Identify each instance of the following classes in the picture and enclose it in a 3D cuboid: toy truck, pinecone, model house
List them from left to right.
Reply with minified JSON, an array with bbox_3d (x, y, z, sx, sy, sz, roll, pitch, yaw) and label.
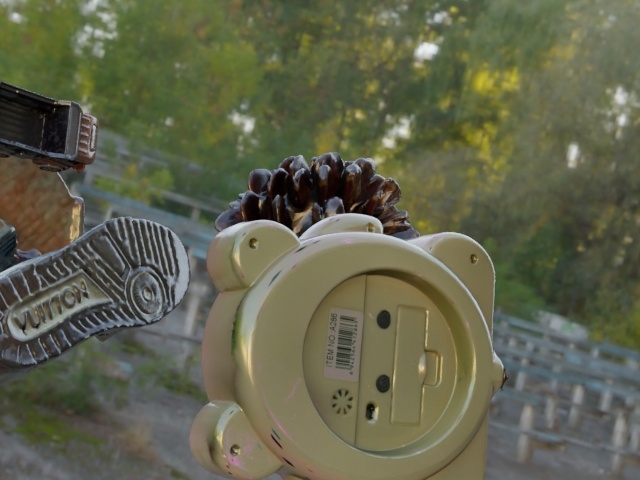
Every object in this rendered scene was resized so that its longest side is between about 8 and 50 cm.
[{"bbox_3d":[-0.526,-0.004,1.638,0.245,0.312,0.280,4,-49,42],"label":"model house"},{"bbox_3d":[-0.371,-0.144,1.386,0.092,0.083,0.192,-2,-11,35],"label":"toy truck"},{"bbox_3d":[0.001,-0.004,1.639,0.296,0.298,0.242,-12,-39,20],"label":"pinecone"}]

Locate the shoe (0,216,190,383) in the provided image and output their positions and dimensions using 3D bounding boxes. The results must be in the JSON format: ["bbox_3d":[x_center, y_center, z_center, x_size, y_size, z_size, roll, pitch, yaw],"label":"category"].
[{"bbox_3d":[-0.259,0.061,1.040,0.149,0.109,0.293,-20,3,32],"label":"shoe"}]

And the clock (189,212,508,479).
[{"bbox_3d":[0.029,0.115,1.043,0.309,0.284,0.114,10,-10,-31],"label":"clock"}]
